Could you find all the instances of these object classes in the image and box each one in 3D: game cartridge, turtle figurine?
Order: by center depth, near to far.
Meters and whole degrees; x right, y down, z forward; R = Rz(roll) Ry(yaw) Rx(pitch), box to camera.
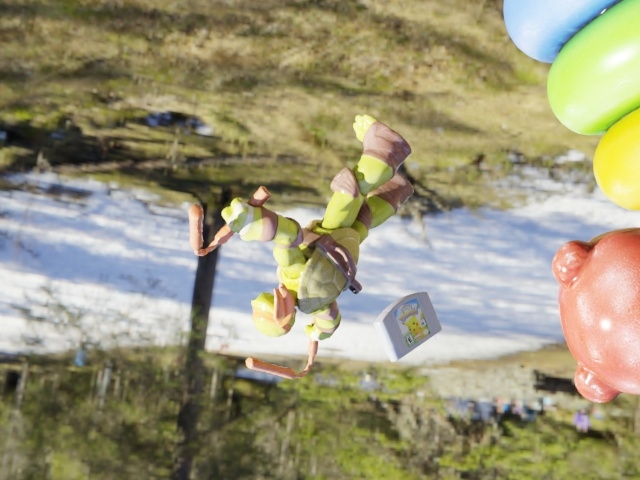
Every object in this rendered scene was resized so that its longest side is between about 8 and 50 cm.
[{"bbox_3d":[0.000,0.000,0.807,0.087,0.217,0.270,22,156,34],"label":"turtle figurine"},{"bbox_3d":[0.097,0.091,1.045,0.083,0.056,0.017,-29,-175,-37],"label":"game cartridge"}]

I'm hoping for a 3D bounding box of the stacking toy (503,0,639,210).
[{"bbox_3d":[0.144,-0.067,0.356,0.141,0.330,0.141,-23,173,-3],"label":"stacking toy"}]

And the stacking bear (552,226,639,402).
[{"bbox_3d":[0.296,0.023,0.610,0.288,0.176,0.164,-13,-169,2],"label":"stacking bear"}]
